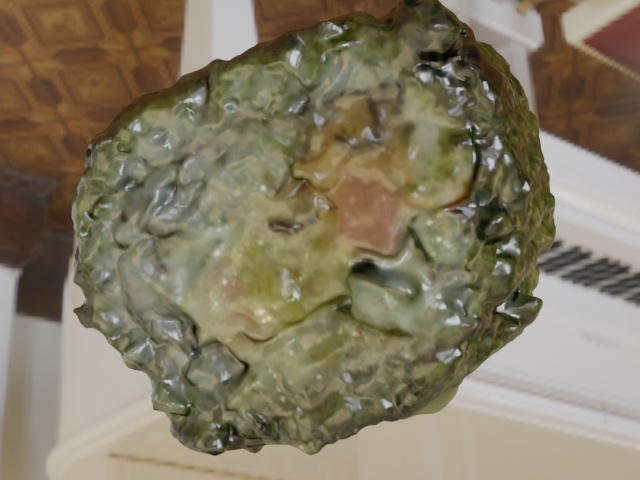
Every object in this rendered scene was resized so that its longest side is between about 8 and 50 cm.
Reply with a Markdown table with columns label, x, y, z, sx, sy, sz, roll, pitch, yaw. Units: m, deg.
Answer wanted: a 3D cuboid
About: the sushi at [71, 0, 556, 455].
| label | x | y | z | sx | sy | sz | roll | pitch | yaw |
| --- | --- | --- | --- | --- | --- | --- | --- | --- | --- |
| sushi | 0.000 | 0.000 | 0.924 | 0.352 | 0.294 | 0.178 | -22 | 179 | 18 |
